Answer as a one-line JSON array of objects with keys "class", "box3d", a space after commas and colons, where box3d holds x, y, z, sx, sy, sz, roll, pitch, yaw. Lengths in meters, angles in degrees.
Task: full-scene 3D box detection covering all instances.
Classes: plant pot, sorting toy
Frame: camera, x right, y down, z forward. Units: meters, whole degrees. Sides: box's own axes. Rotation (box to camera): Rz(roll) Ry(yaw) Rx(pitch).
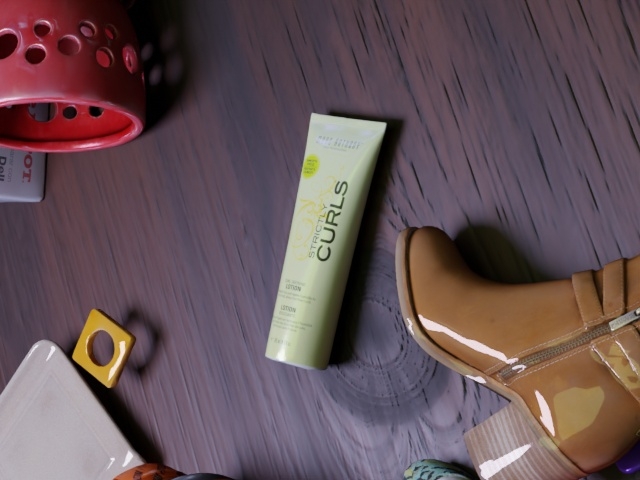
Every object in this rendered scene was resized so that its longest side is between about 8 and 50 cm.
[{"class": "plant pot", "box3d": [-0.279, -0.196, 1.694, 0.191, 0.191, 0.174, -13, 75, 37]}, {"class": "sorting toy", "box3d": [-0.275, 0.231, 1.746, 0.196, 0.047, 0.348, 47, 114, 26]}]

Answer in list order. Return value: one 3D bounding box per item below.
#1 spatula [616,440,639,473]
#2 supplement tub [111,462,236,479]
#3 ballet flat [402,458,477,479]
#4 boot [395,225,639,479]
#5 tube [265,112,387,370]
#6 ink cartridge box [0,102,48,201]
[{"class": "spatula", "box3d": [0.308, 0.214, 1.294, 0.084, 0.030, 0.296, -45, 61, 23]}, {"class": "supplement tub", "box3d": [-0.065, 0.342, 1.465, 0.338, 0.207, 0.207, 24, 101, 37]}, {"class": "ballet flat", "box3d": [0.139, 0.251, 1.399, 0.188, 0.070, 0.070, 46, 113, 26]}, {"class": "boot", "box3d": [0.192, 0.057, 1.357, 0.220, 0.109, 0.283, -36, 50, 20]}, {"class": "tube", "box3d": [0.000, 0.000, 1.542, 0.070, 0.062, 0.240, 13, 89, -2]}, {"class": "ink cartridge box", "box3d": [-0.430, -0.156, 1.747, 0.121, 0.289, 0.211, 1, 87, 35]}]
